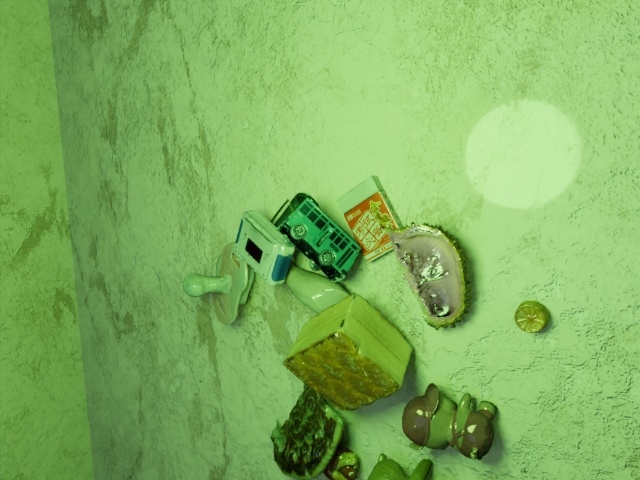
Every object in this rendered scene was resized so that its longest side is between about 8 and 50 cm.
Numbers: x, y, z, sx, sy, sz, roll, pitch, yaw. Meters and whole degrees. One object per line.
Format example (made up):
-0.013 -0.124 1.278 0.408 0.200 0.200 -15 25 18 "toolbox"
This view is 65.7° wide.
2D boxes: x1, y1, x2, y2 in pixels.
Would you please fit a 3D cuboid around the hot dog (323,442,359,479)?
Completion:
0.043 0.771 1.742 0.213 0.103 0.146 13 108 39 "hot dog"

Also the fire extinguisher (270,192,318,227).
-0.123 -0.040 1.734 0.118 0.093 0.294 29 125 -17 "fire extinguisher"

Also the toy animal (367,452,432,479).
0.315 0.794 1.504 0.363 0.180 0.181 2 106 30 "toy animal"

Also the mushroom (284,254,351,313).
-0.028 0.160 1.681 0.350 0.128 0.128 33 116 33 "mushroom"

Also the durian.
0.335 0.083 1.401 0.191 0.112 0.341 -25 91 28 "durian"

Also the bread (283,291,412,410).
0.087 0.348 1.519 0.279 0.207 0.279 41 129 -11 "bread"

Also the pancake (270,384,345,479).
-0.054 0.701 1.779 0.426 0.067 0.304 -59 34 28 "pancake"

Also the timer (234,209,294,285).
-0.203 0.025 1.699 0.253 0.078 0.178 39 123 35 "timer"

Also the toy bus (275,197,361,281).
0.000 0.000 1.561 0.256 0.147 0.128 42 159 -5 "toy bus"

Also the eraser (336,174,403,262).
0.160 -0.065 1.544 0.157 0.038 0.230 -33 78 37 "eraser"

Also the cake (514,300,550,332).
0.549 0.199 1.291 0.084 0.044 0.084 8 103 35 "cake"

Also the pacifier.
-0.368 0.164 1.884 0.221 0.273 0.332 27 115 13 "pacifier"

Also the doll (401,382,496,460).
0.364 0.522 1.425 0.256 0.152 0.196 8 71 21 "doll"
